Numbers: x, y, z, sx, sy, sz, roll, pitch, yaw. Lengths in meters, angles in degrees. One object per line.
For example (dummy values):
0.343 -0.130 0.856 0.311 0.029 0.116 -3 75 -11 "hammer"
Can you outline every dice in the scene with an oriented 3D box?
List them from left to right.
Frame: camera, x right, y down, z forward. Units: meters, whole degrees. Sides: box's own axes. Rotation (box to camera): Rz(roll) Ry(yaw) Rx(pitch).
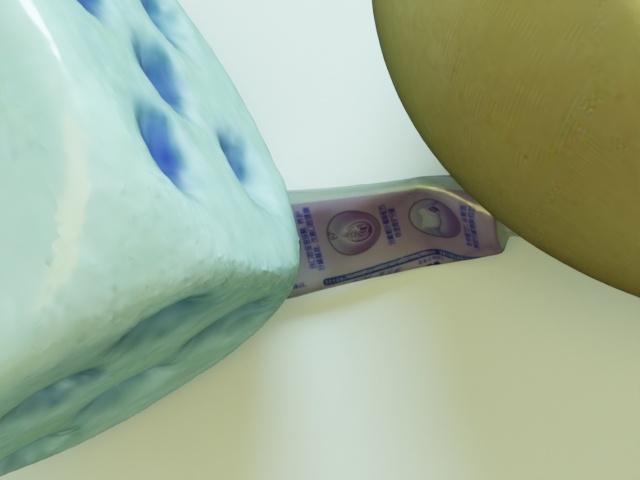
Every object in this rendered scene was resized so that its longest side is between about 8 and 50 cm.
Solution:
-0.190 -0.021 0.910 0.268 0.265 0.262 -31 78 14 "dice"

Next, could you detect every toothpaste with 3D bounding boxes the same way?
0.000 0.000 1.008 0.301 0.048 0.075 -8 104 12 "toothpaste"

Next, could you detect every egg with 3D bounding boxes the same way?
0.204 -0.118 0.854 0.374 0.301 0.301 31 92 7 "egg"
